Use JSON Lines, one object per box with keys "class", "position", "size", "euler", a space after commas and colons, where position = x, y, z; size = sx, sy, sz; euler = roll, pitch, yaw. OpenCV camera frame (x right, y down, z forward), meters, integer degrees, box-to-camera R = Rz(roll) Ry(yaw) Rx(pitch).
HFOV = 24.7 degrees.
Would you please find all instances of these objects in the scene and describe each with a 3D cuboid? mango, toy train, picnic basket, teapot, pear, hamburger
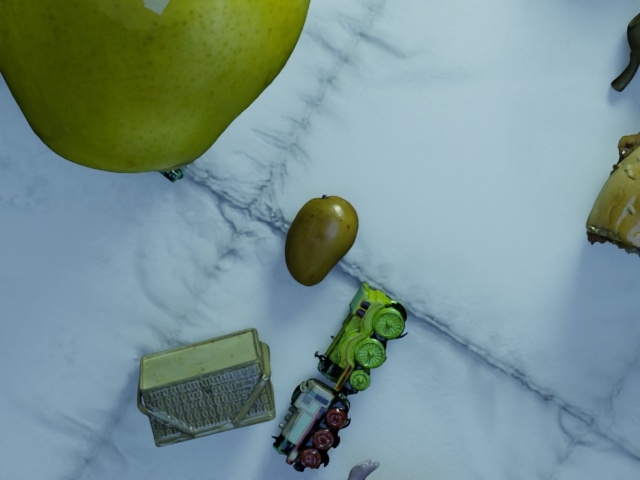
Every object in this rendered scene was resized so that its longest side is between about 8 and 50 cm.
{"class": "mango", "position": [0.000, 0.000, 1.737], "size": [0.080, 0.060, 0.114], "euler": [19, 108, -6]}
{"class": "toy train", "position": [0.022, 0.174, 1.795], "size": [0.085, 0.053, 0.250], "euler": [29, 102, -3]}
{"class": "picnic basket", "position": [-0.135, 0.175, 1.749], "size": [0.164, 0.115, 0.079], "euler": [-14, 109, 0]}
{"class": "teapot", "position": [0.378, -0.214, 1.698], "size": [0.110, 0.085, 0.080], "euler": [-35, 105, 26]}
{"class": "pear", "position": [-0.184, -0.274, 1.493], "size": [0.362, 0.362, 0.418], "euler": [10, 100, -7]}
{"class": "hamburger", "position": [0.456, -0.044, 1.716], "size": [0.282, 0.155, 0.245], "euler": [-35, 98, 1]}
{"class": "toy train", "position": [-0.197, -0.100, 1.702], "size": [0.092, 0.045, 0.029], "euler": [38, 102, -11]}

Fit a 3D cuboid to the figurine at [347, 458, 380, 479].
{"class": "figurine", "position": [0.044, 0.381, 1.823], "size": [0.287, 0.176, 0.186], "euler": [-13, 149, 15]}
